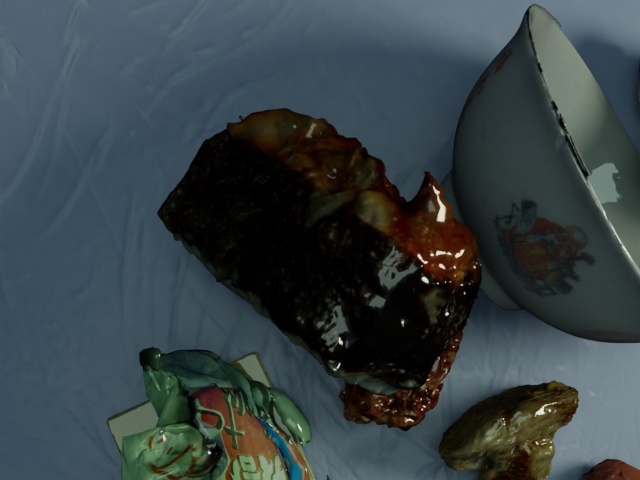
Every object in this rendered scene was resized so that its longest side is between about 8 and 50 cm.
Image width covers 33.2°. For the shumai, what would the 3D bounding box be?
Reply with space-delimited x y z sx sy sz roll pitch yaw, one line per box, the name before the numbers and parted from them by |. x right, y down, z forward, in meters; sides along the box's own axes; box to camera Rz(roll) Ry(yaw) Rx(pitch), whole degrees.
shumai | 0.192 0.187 1.026 0.105 0.123 0.139 45 70 -5

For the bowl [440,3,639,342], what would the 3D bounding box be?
bowl | 0.212 -0.031 0.992 0.157 0.345 0.345 -28 81 24

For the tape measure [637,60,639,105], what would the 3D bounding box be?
tape measure | 0.427 -0.097 1.061 0.236 0.120 0.197 16 68 3

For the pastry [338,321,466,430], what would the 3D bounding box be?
pastry | 0.088 0.084 1.047 0.097 0.115 0.208 17 79 -10

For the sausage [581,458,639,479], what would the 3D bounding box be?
sausage | 0.314 0.266 1.034 0.141 0.076 0.076 32 83 5

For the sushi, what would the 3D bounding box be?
sushi | 0.000 0.000 0.981 0.182 0.196 0.343 -48 47 -4

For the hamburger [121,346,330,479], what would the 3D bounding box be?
hamburger | -0.099 0.238 0.967 0.150 0.260 0.276 -33 47 17

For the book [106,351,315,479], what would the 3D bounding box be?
book | -0.100 0.231 1.068 0.168 0.013 0.192 -24 82 -4
